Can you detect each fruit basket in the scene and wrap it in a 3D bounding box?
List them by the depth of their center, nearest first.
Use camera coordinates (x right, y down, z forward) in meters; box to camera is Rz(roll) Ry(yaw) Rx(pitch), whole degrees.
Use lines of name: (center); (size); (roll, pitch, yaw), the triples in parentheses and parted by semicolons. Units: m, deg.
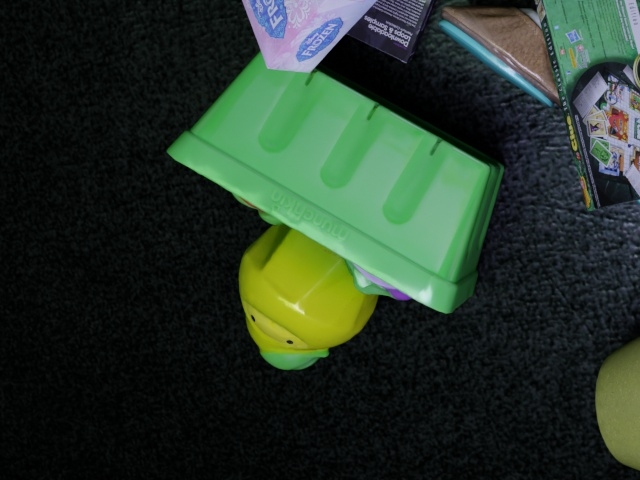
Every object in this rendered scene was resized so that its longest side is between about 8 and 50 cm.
fruit basket: (0.000, 0.000, 1.606); (0.392, 0.283, 0.392); (1, 93, 13)

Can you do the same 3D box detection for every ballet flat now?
ballet flat: (0.291, -0.175, 1.500); (0.342, 0.116, 0.124); (42, 99, 3)

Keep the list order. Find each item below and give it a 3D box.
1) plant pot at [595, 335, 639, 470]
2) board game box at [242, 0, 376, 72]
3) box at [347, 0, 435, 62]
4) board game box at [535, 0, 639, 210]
plant pot: (0.459, 0.169, 1.482); (0.293, 0.274, 0.275); (-11, 105, 42)
board game box: (0.001, -0.396, 1.424); (0.318, 0.066, 0.319); (-43, 58, 42)
box: (0.081, -0.302, 1.577); (0.116, 0.029, 0.162); (28, 116, 12)
board game box: (0.317, -0.170, 1.446); (0.136, 0.030, 0.260); (-12, 85, -6)
